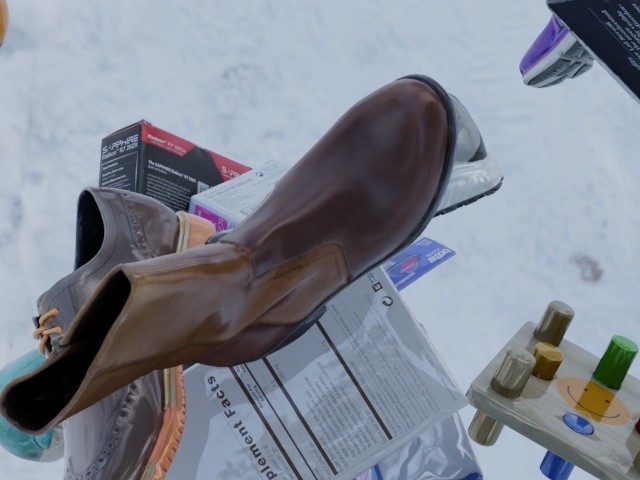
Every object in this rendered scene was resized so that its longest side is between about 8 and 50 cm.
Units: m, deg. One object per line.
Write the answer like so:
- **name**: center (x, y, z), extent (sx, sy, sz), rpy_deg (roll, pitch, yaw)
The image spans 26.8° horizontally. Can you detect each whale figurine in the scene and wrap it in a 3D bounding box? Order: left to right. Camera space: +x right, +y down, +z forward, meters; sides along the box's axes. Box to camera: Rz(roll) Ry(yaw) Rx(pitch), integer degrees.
- **whale figurine**: center (-0.431, 0.222, 2.059), extent (0.141, 0.272, 0.216), rpy_deg (10, 48, -18)

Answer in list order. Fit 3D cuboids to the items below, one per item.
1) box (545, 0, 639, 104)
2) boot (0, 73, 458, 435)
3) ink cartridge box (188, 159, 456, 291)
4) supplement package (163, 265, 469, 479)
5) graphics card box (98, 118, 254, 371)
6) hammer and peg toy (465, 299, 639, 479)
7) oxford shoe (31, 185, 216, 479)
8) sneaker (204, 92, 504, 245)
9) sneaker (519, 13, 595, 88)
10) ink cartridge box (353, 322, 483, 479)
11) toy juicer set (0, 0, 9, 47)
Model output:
- **box**: center (0.246, -0.158, 0.724), extent (0.108, 0.207, 0.153), rpy_deg (42, 79, -16)
- **boot**: center (-0.052, -0.001, 0.864), extent (0.264, 0.280, 0.096), rpy_deg (-42, 75, 26)
- **ink cartridge box**: center (0.000, 0.000, 1.763), extent (0.311, 0.065, 0.185), rpy_deg (26, 32, 27)
- **supplement package**: center (-0.029, 0.171, 1.339), extent (0.293, 0.177, 0.175), rpy_deg (-32, 84, -6)
- **graphics card box**: center (-0.197, 0.049, 1.830), extent (0.094, 0.232, 0.371), rpy_deg (-16, 65, 36)
- **hammer and peg toy**: center (0.363, 0.224, 1.574), extent (0.361, 0.266, 0.127), rpy_deg (30, 115, 16)
- **oxford shoe**: center (-0.185, 0.111, 1.100), extent (0.132, 0.130, 0.364), rpy_deg (26, 45, -21)
- **sneaker**: center (0.021, -0.045, 1.170), extent (0.271, 0.100, 0.108), rpy_deg (-23, 94, -14)
- **sneaker**: center (0.194, -0.186, 0.968), extent (0.071, 0.068, 0.170), rpy_deg (44, 114, 27)
- **ink cartridge box**: center (0.095, 0.351, 1.931), extent (0.151, 0.396, 0.270), rpy_deg (-9, 50, -12)
- **toy juicer set**: center (-0.207, -0.221, 0.776), extent (0.209, 0.089, 0.329), rpy_deg (-2, 59, 38)
